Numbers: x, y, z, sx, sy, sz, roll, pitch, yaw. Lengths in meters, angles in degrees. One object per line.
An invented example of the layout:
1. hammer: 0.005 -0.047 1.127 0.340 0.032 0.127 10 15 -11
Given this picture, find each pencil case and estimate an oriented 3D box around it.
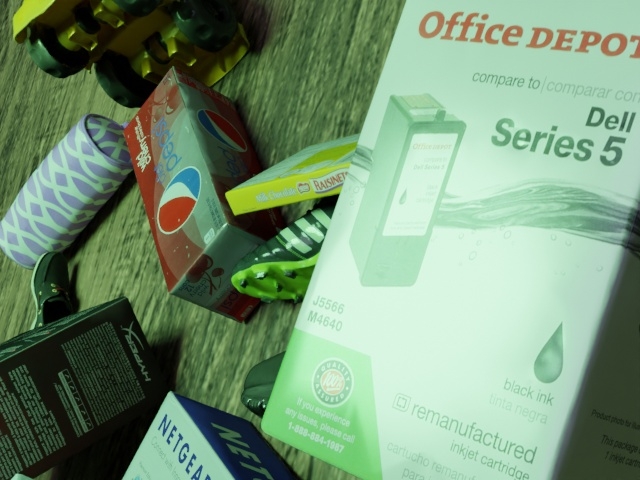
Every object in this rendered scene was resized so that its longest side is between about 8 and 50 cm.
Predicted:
1. pencil case: -0.284 -0.056 1.417 0.206 0.086 0.088 -43 5 26

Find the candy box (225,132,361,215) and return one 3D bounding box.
1. candy box: 0.022 -0.062 1.001 0.206 0.105 0.027 -9 106 51

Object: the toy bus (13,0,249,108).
1. toy bus: -0.200 -0.268 1.278 0.149 0.220 0.211 -30 59 32

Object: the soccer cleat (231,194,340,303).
1. soccer cleat: 0.000 0.000 1.026 0.179 0.060 0.072 -24 41 36

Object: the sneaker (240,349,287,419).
1. sneaker: 0.065 0.079 0.859 0.286 0.109 0.130 -12 53 39

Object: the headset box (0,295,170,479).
1. headset box: -0.319 0.172 1.138 0.218 0.293 0.110 -19 96 46

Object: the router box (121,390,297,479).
1. router box: -0.098 0.313 0.906 0.301 0.082 0.335 -62 28 4

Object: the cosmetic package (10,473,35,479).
1. cosmetic package: -0.315 0.403 0.981 0.377 0.097 0.284 -44 27 29

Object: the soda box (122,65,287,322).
1. soda box: -0.109 -0.048 1.171 0.092 0.083 0.263 -49 36 21

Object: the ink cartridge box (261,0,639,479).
1. ink cartridge box: 0.107 0.009 0.667 0.198 0.115 0.272 15 86 47

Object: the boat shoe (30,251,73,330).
1. boat shoe: -0.292 0.070 1.379 0.042 0.049 0.133 -25 52 37
